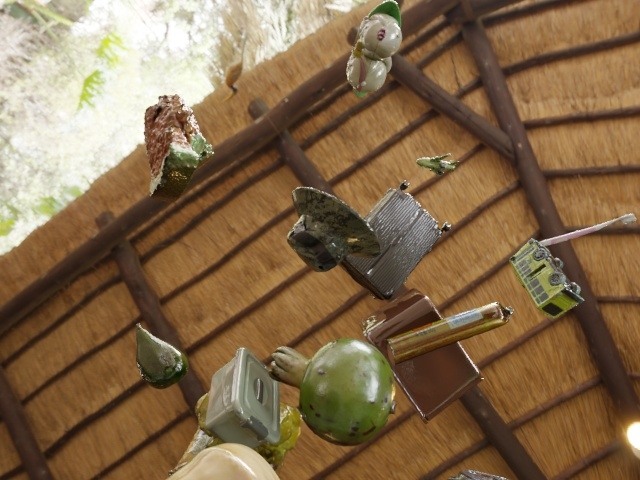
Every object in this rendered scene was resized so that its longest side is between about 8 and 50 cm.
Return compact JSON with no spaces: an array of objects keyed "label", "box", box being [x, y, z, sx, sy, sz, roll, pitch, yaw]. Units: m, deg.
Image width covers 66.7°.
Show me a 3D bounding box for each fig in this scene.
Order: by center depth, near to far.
[{"label":"fig","box":[-0.413,0.288,1.209,0.117,0.177,0.117,-41,-175,5]}]

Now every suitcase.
[{"label":"suitcase","box":[0.224,0.006,1.593,0.335,0.230,0.152,-48,-174,-15]}]

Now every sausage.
[{"label":"sausage","box":[0.359,0.245,1.339,0.372,0.082,0.082,-18,-141,-5]}]

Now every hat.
[{"label":"hat","box":[0.000,0.000,1.121,0.128,0.265,0.266,-48,-141,-15]}]

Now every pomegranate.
[{"label":"pomegranate","box":[0.021,0.269,0.904,0.248,0.202,0.202,20,-119,12]}]

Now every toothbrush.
[{"label":"toothbrush","box":[0.788,-0.027,1.437,0.287,0.020,0.025,-17,-130,4]}]

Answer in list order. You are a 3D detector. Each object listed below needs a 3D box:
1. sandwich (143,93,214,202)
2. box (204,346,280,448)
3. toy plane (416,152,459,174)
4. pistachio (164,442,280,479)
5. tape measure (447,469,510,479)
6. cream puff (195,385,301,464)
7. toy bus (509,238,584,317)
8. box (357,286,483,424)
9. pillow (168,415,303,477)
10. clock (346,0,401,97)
[{"label":"sandwich","box":[-0.372,-0.255,1.294,0.250,0.162,0.301,-40,-124,50]},{"label":"box","box":[-0.145,0.299,0.898,0.093,0.124,0.172,-35,-156,12]},{"label":"toy plane","box":[0.314,-0.204,1.312,0.111,0.102,0.040,2,-118,-2]},{"label":"pistachio","box":[-0.119,0.384,0.551,0.230,0.230,0.308,-5,-90,35]},{"label":"tape measure","box":[0.408,0.619,1.163,0.182,0.181,0.107,151,-44,-68]},{"label":"cream puff","box":[-0.188,0.469,1.222,0.282,0.282,0.185,11,-108,44]},{"label":"toy bus","box":[0.532,0.088,1.163,0.101,0.088,0.175,-47,-147,28]},{"label":"box","box":[0.311,0.345,1.530,0.229,0.339,0.239,-36,-176,3]},{"label":"pillow","box":[-0.238,0.607,1.447,0.313,0.119,0.310,17,-143,6]},{"label":"clock","box":[0.124,-0.437,1.129,0.103,0.231,0.144,19,-137,0]}]
